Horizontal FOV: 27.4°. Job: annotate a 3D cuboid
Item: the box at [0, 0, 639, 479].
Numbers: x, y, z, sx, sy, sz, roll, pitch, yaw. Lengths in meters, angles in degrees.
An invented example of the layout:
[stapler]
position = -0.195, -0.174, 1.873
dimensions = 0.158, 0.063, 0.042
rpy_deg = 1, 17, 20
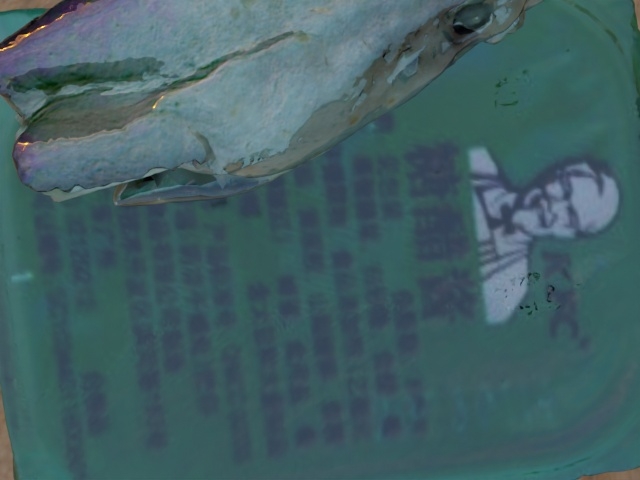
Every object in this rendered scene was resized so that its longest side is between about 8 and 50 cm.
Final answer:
[box]
position = 0.000, 0.000, 0.688
dimensions = 0.336, 0.106, 0.264
rpy_deg = -6, 95, -3

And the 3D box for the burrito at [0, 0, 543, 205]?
[burrito]
position = 0.032, -0.101, 0.441
dimensions = 0.309, 0.066, 0.096
rpy_deg = -34, 101, -13
